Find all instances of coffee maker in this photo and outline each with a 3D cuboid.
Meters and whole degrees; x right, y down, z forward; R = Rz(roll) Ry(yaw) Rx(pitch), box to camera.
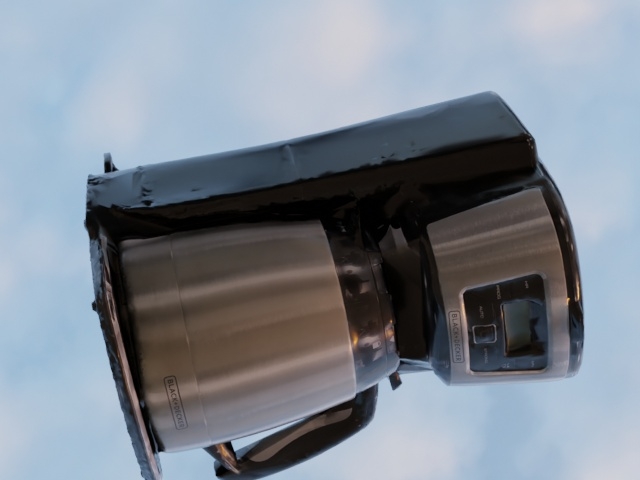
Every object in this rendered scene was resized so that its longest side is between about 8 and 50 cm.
[{"bbox_3d":[0.000,0.000,0.478,0.178,0.120,0.171,-12,-126,-6],"label":"coffee maker"}]
